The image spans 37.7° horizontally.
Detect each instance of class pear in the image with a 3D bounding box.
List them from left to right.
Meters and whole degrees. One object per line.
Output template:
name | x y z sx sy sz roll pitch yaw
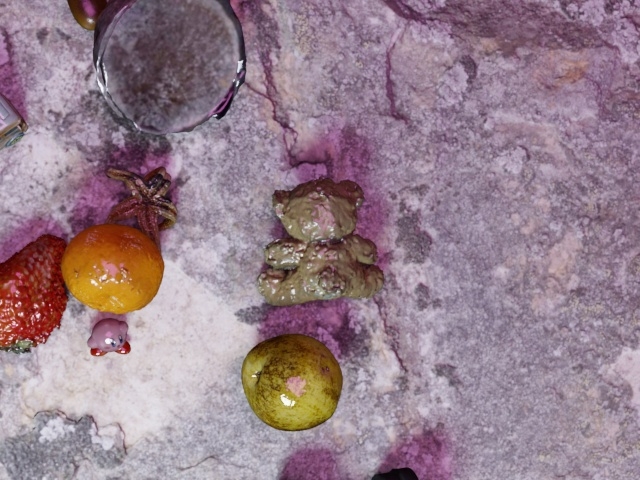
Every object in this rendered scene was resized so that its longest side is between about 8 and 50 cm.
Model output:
pear | -0.060 0.271 1.827 0.197 0.197 0.197 1 86 -13

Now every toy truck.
toy truck | -0.680 -0.181 1.754 0.257 0.140 0.108 -38 94 -13

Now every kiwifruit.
kiwifruit | -0.463 -0.475 1.860 0.075 0.075 0.124 -24 88 -13

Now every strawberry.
strawberry | -0.567 0.099 1.776 0.175 0.107 0.235 3 85 -13

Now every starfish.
starfish | -0.358 -0.057 1.856 0.146 0.074 0.189 -10 90 -19

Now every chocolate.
chocolate | -0.316 -0.376 1.816 0.303 0.213 0.303 -16 126 -24

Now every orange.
orange | -0.393 0.050 1.782 0.193 0.193 0.161 12 61 -12

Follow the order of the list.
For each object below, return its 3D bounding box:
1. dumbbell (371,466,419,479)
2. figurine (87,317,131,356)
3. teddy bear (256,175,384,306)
dumbbell | 0.054 0.552 1.845 0.389 0.185 0.185 -2 86 -13
figurine | -0.414 0.186 1.824 0.083 0.071 0.067 -16 48 -21
teddy bear | 0.000 0.000 1.889 0.267 0.156 0.255 -6 85 -12
